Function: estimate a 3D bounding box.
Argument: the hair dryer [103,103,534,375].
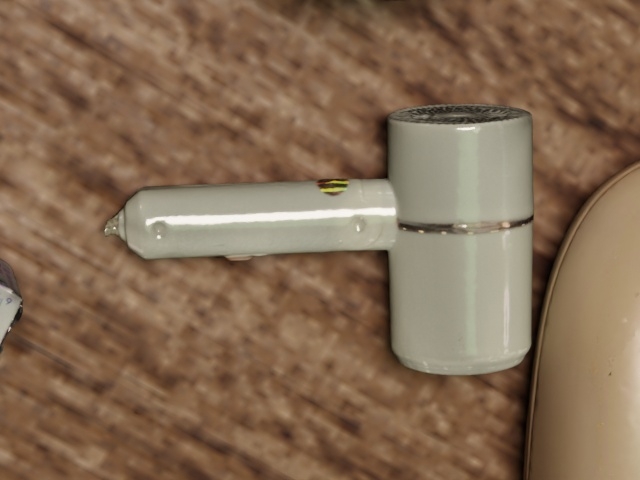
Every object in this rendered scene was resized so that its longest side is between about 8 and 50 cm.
[{"bbox_3d":[0.000,0.000,0.611,0.137,0.047,0.082,-1,102,-5],"label":"hair dryer"}]

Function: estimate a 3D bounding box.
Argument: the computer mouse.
[{"bbox_3d":[0.140,0.085,0.634,0.145,0.082,0.236,1,100,-12],"label":"computer mouse"}]

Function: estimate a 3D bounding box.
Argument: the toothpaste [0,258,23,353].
[{"bbox_3d":[-0.153,0.090,0.594,0.040,0.047,0.196,26,95,-18],"label":"toothpaste"}]
